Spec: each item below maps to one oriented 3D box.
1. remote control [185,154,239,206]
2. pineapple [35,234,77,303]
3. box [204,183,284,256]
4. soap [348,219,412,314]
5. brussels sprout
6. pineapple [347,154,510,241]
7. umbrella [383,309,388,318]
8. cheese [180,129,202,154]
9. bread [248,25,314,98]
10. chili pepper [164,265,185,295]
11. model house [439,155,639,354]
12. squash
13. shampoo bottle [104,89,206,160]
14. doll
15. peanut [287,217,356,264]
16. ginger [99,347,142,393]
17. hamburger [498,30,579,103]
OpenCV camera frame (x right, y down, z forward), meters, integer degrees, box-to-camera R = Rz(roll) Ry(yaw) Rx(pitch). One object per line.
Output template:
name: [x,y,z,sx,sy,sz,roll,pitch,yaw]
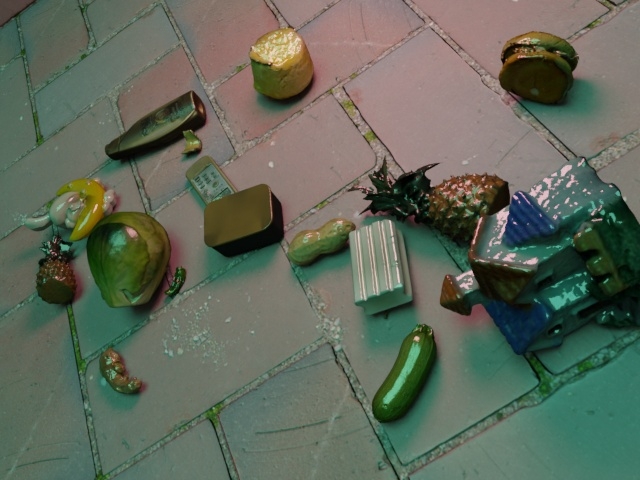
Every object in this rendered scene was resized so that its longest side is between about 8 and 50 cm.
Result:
remote control: [-0.311,-0.156,1.631,0.098,0.038,0.233,-41,55,1]
pineapple: [-0.799,0.077,1.706,0.125,0.125,0.251,-36,44,4]
box: [-0.199,-0.048,1.484,0.201,0.090,0.144,-18,57,16]
soap: [0.132,0.055,1.262,0.119,0.066,0.198,-21,48,22]
brussels sprout: [-0.517,0.050,1.523,0.220,0.210,0.271,-13,74,25]
pineapple: [0.231,-0.096,1.264,0.365,0.165,0.165,14,71,32]
umbrella: [0.164,0.097,1.273,0.027,0.025,0.165,-14,52,50]
cheese: [-0.403,-0.307,1.754,0.060,0.041,0.084,-15,73,26]
bread: [-0.120,-0.517,1.656,0.197,0.170,0.197,-5,61,9]
chili pepper: [-0.392,0.111,1.532,0.030,0.034,0.091,-11,54,59]
model house: [0.378,0.065,1.020,0.329,0.295,0.251,-26,51,7]
squash: [0.175,0.272,1.144,0.077,0.068,0.219,18,72,37]
shampoo bottle: [-0.538,-0.359,1.822,0.350,0.084,0.125,-23,58,14]
doll: [-0.773,-0.099,1.777,0.237,0.111,0.252,25,68,23]
peanut: [0.000,0.000,1.368,0.187,0.082,0.082,-21,57,15]
ginger: [-0.522,0.347,1.454,0.173,0.051,0.069,32,86,30]
hamburger: [0.509,-0.403,1.297,0.185,0.177,0.113,-12,48,52]
